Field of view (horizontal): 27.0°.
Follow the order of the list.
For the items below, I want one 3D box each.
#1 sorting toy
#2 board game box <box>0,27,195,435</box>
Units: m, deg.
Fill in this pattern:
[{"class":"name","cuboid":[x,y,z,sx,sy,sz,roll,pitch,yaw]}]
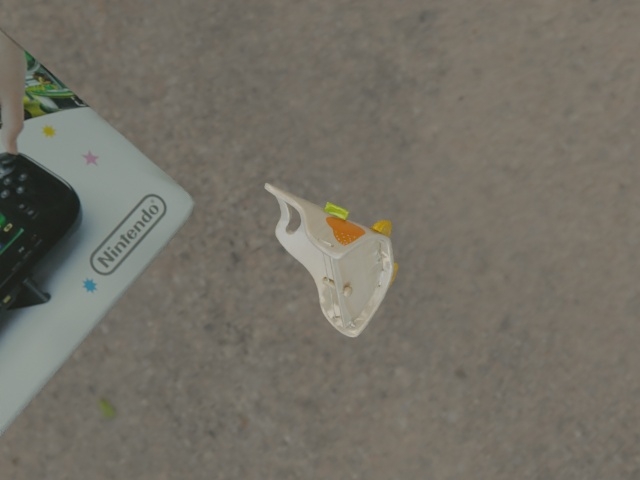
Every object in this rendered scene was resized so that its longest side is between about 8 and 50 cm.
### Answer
[{"class":"sorting toy","cuboid":[0.000,0.000,0.726,0.075,0.045,0.083,34,156,26]},{"class":"board game box","cuboid":[-0.224,-0.024,0.395,0.303,0.224,0.097,41,142,-5]}]
